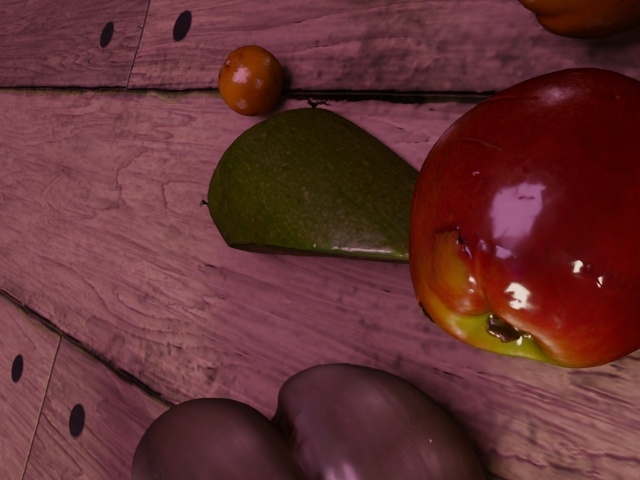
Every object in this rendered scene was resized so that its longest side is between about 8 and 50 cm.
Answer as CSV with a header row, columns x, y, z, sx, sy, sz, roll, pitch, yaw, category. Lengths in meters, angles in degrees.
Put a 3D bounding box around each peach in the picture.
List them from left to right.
x,y,z,sx,sy,sz,roll,pitch,yaw,category
0.151,-0.021,0.430,0.197,0.197,0.197,-14,69,42,peach
0.194,-0.208,0.465,0.138,0.138,0.138,-14,69,42,peach

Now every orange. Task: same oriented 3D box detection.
x,y,z,sx,sy,sz,roll,pitch,yaw,category
-0.082,-0.185,0.782,0.083,0.070,0.083,-20,60,41,orange

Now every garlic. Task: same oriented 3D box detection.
x,y,z,sx,sy,sz,roll,pitch,yaw,category
-0.015,0.212,0.562,0.340,0.231,0.246,2,125,61,garlic

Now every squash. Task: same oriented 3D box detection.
x,y,z,sx,sy,sz,roll,pitch,yaw,category
0.000,0.000,0.624,0.203,0.111,0.288,-56,48,20,squash
